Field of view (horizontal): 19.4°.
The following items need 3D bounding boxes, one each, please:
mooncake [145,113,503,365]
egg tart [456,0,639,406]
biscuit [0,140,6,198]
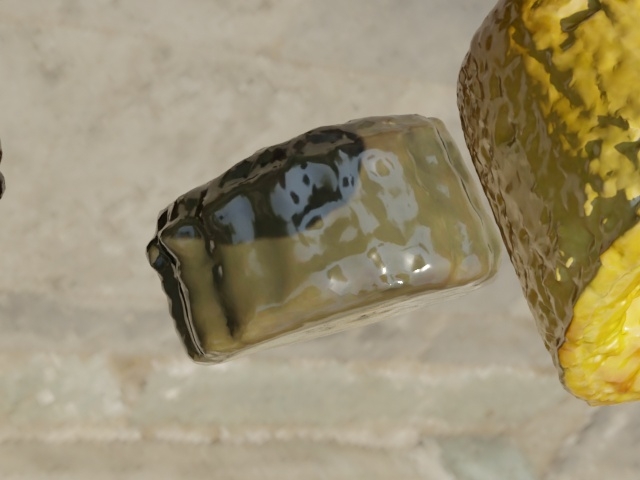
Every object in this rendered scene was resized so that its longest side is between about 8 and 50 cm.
[{"bbox_3d":[0.000,0.000,1.233,0.228,0.124,0.228,-18,175,-2],"label":"mooncake"},{"bbox_3d":[0.157,-0.043,0.792,0.202,0.147,0.202,-21,149,-13],"label":"egg tart"},{"bbox_3d":[-0.369,-0.096,1.403,0.296,0.296,0.075,1,147,-38],"label":"biscuit"}]
